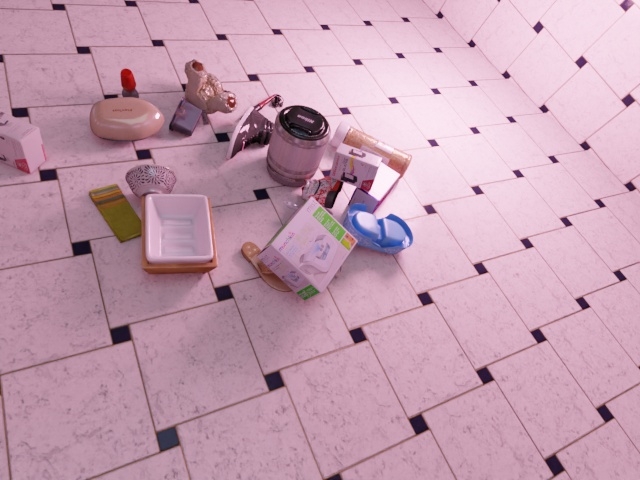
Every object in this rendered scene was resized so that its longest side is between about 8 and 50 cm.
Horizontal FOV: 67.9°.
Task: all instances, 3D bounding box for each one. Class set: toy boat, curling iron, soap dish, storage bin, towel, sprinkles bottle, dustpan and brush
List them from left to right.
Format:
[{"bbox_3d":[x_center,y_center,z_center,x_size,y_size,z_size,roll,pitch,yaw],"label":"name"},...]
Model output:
[{"bbox_3d":[-0.690,-0.098,1.620,0.102,0.021,0.237,-27,67,-33],"label":"towel"},{"bbox_3d":[-0.747,-0.508,1.851,0.267,0.148,0.319,-2,62,-15],"label":"toy boat"},{"bbox_3d":[-0.471,-0.018,1.573,0.228,0.118,0.291,-1,54,-20],"label":"soap dish"},{"bbox_3d":[-0.539,-0.494,1.912,0.091,0.098,0.135,23,77,-14],"label":"storage bin"},{"bbox_3d":[-0.263,-0.600,2.146,0.068,0.035,0.274,41,51,13],"label":"curling iron"},{"bbox_3d":[-0.047,-0.097,1.821,0.211,0.060,0.147,18,50,-6],"label":"dustpan and brush"},{"bbox_3d":[0.225,-0.401,2.113,0.355,0.121,0.121,27,50,1],"label":"sprinkles bottle"}]

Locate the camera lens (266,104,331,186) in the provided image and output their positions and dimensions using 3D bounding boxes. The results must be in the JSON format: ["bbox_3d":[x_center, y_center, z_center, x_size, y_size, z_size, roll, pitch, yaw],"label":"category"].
[{"bbox_3d":[-0.092,-0.374,1.878,0.219,0.274,0.220,10,51,-12],"label":"camera lens"}]

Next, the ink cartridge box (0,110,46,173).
[{"bbox_3d":[-1.054,-0.340,1.585,0.217,0.159,0.092,24,50,0],"label":"ink cartridge box"}]

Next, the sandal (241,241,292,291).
[{"bbox_3d":[-0.177,0.077,1.630,0.240,0.079,0.088,41,52,13],"label":"sandal"}]

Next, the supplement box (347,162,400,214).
[{"bbox_3d":[0.224,-0.213,1.974,0.113,0.111,0.220,33,51,7],"label":"supplement box"}]

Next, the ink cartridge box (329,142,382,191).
[{"bbox_3d":[0.134,-0.283,1.844,0.174,0.128,0.072,21,45,6],"label":"ink cartridge box"}]

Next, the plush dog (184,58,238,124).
[{"bbox_3d":[-0.486,-0.634,2.030,0.262,0.210,0.226,43,31,-21],"label":"plush dog"}]

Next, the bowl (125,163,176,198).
[{"bbox_3d":[-0.581,-0.181,1.634,0.169,0.170,0.080,0,63,-20],"label":"bowl"}]

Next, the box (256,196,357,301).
[{"bbox_3d":[-0.042,0.027,1.610,0.231,0.126,0.262,45,54,-9],"label":"box"}]

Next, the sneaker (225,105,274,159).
[{"bbox_3d":[-0.281,-0.425,1.963,0.146,0.105,0.296,27,55,-9],"label":"sneaker"}]

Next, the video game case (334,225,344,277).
[{"bbox_3d":[0.000,0.000,1.747,0.226,0.026,0.207,30,55,-11],"label":"video game case"}]

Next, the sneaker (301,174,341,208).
[{"bbox_3d":[0.012,-0.229,1.915,0.144,0.090,0.270,17,37,7],"label":"sneaker"}]

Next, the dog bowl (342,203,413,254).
[{"bbox_3d":[0.216,-0.037,1.827,0.297,0.074,0.166,16,48,-24],"label":"dog bowl"}]
